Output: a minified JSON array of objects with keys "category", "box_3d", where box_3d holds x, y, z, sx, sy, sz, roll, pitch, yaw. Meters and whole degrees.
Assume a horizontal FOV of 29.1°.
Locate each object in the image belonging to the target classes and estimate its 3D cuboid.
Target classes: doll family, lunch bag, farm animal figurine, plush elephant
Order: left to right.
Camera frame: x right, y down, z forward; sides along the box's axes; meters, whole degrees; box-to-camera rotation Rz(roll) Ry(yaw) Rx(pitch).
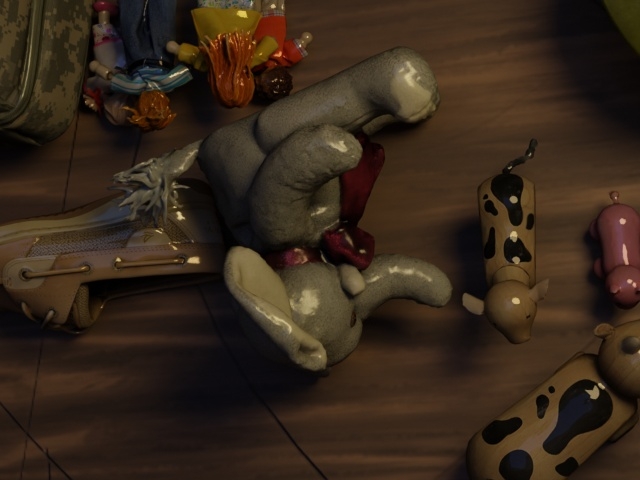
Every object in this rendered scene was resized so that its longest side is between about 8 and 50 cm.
[{"category":"lunch bag","box_3d":[-0.411,-0.220,1.226,0.305,0.256,0.212,4,82,24]},{"category":"doll family","box_3d":[-0.144,-0.193,1.256,0.263,0.118,0.163,-8,76,12]},{"category":"plush elephant","box_3d":[0.000,0.000,1.125,0.330,0.272,0.255,-22,92,0]},{"category":"farm animal figurine","box_3d":[0.231,0.112,1.096,0.330,0.172,0.327,32,88,15]}]

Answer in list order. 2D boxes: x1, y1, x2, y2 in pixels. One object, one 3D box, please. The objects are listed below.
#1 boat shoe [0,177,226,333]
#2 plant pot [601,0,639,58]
[{"category":"boat shoe","box_3d":[-0.263,0.037,1.241,0.341,0.121,0.110,-18,76,7]},{"category":"plant pot","box_3d":[0.419,-0.288,1.008,0.353,0.366,0.366,-40,69,47]}]
